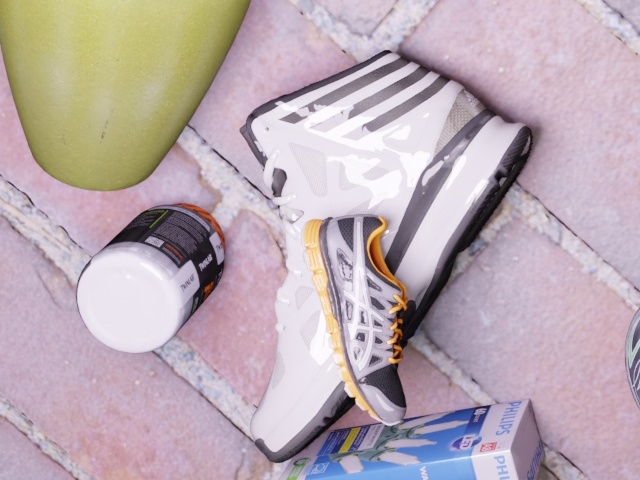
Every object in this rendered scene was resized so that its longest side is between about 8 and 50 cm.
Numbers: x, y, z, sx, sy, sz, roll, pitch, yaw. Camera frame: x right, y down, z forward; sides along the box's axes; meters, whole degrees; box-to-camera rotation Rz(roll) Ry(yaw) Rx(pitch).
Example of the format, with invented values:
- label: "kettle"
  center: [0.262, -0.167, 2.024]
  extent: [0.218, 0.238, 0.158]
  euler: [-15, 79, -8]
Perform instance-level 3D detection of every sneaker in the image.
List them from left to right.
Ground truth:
- label: "sneaker"
  center: [0.001, -0.001, 1.915]
  extent: [0.257, 0.169, 0.447]
  euler: [36, 107, 10]
- label: "sneaker"
  center: [0.049, 0.074, 1.782]
  extent: [0.083, 0.084, 0.214]
  euler: [-17, 92, 12]

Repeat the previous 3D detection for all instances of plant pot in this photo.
- label: "plant pot"
  center: [-0.210, -0.202, 1.841]
  extent: [0.275, 0.275, 0.293]
  euler: [21, 130, 7]

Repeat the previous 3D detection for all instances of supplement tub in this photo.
- label: "supplement tub"
  center: [-0.171, 0.033, 1.936]
  extent: [0.117, 0.190, 0.117]
  euler: [6, 112, 15]

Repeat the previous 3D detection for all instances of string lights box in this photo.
- label: "string lights box"
  center: [0.098, 0.247, 1.971]
  extent: [0.260, 0.133, 0.076]
  euler: [-12, 106, 19]

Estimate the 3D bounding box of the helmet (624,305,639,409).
- label: "helmet"
  center: [0.382, 0.119, 1.830]
  extent: [0.161, 0.169, 0.169]
  euler: [-33, 99, 8]
